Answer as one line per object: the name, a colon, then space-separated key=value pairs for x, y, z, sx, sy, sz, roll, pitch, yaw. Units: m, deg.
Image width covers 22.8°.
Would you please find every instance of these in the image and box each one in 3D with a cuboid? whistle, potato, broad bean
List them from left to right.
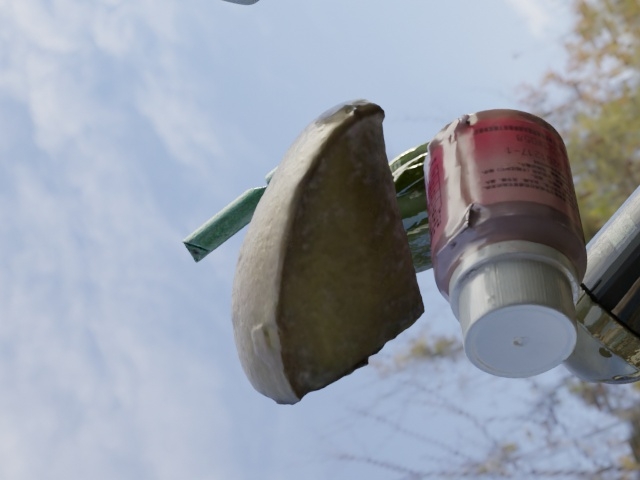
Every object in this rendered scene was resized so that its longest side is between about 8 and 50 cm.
whistle: x=-0.096 y=-0.040 z=2.010 sx=0.039 sy=0.186 sz=0.039 roll=48 pitch=-165 yaw=-17
potato: x=-0.034 y=0.001 z=1.609 sx=0.189 sy=0.211 sz=0.264 roll=-22 pitch=-68 yaw=-27
broad bean: x=0.104 y=-0.026 z=1.806 sx=0.169 sy=0.228 sz=0.100 roll=-2 pitch=-128 yaw=-15

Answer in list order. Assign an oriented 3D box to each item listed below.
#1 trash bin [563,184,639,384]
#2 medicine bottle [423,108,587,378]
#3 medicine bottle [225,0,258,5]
trash bin: x=0.447 y=0.054 z=2.166 sx=0.214 sy=0.334 sz=0.214 roll=33 pitch=-164 yaw=-11
medicine bottle: x=0.170 y=0.001 z=1.449 sx=0.147 sy=0.147 sz=0.247 roll=43 pitch=-149 yaw=-36
medicine bottle: x=-0.100 y=-0.421 z=1.795 sx=0.179 sy=0.324 sz=0.124 roll=31 pitch=-119 yaw=7
